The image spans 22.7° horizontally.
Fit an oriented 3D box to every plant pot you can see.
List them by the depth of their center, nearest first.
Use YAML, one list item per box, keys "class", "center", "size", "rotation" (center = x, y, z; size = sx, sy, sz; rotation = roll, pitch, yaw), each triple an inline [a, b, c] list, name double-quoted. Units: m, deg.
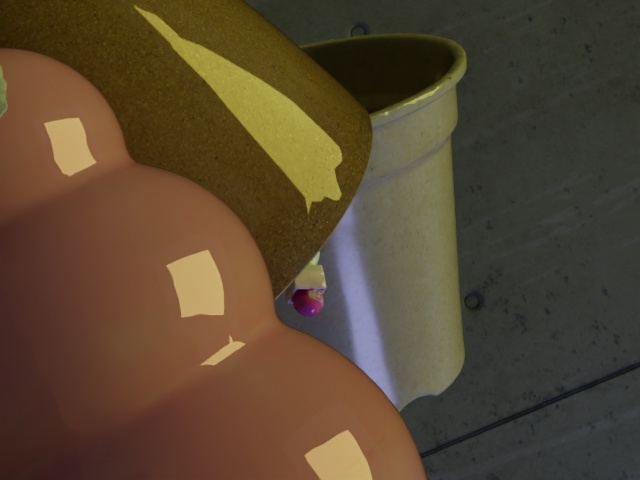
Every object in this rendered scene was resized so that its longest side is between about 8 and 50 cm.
- class: "plant pot"
  center: [-0.140, -0.084, 0.853]
  size: [0.254, 0.237, 0.237]
  rotation: [48, 13, -27]
- class: "plant pot"
  center: [0.000, 0.000, 1.511]
  size: [0.334, 0.334, 0.305]
  rotation: [-100, 177, -70]

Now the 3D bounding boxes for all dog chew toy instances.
- class: "dog chew toy"
  center: [-0.095, 0.061, 0.704]
  size: [0.331, 0.207, 0.206]
  rotation: [59, 5, 0]

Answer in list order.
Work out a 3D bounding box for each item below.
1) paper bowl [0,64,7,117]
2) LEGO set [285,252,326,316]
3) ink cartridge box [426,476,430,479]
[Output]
- class: "paper bowl"
  center: [-0.198, -0.142, 0.497]
  size: [0.284, 0.148, 0.284]
  rotation: [56, 3, -5]
- class: "LEGO set"
  center: [-0.077, 0.105, 1.200]
  size: [0.287, 0.132, 0.107]
  rotation: [103, -11, -58]
- class: "ink cartridge box"
  center: [-0.002, 0.202, 1.187]
  size: [0.127, 0.128, 0.176]
  rotation: [45, 5, 0]
